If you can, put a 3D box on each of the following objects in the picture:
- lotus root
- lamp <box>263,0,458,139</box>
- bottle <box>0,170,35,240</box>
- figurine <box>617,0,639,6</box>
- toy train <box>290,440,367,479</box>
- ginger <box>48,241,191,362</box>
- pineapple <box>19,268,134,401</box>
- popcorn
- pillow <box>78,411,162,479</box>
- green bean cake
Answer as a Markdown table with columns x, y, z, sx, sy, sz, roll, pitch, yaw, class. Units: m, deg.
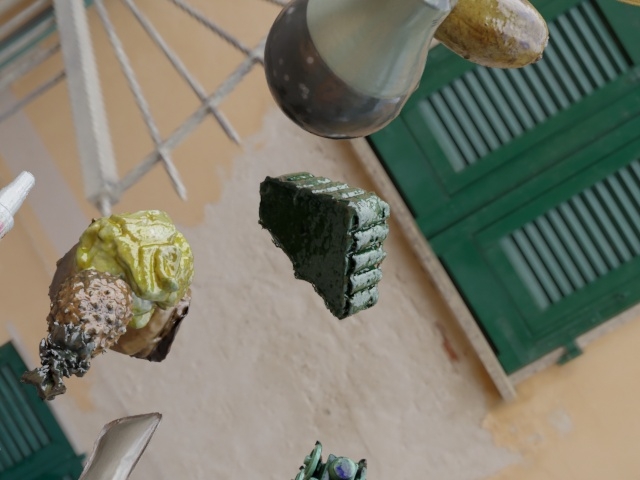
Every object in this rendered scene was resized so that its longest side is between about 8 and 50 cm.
| x | y | z | sx | sy | sz | roll | pitch | yaw | class |
| --- | --- | --- | --- | --- | --- | --- | --- | --- | --- |
| 0.185 | -0.299 | 1.339 | 0.258 | 0.110 | 0.097 | 27 | 40 | -13 | lotus root |
| 0.071 | -0.240 | 1.148 | 0.182 | 0.314 | 0.182 | 32 | 38 | -29 | lamp |
| -0.465 | -0.018 | 1.431 | 0.060 | 0.060 | 0.217 | 53 | 47 | -27 | bottle |
| 0.254 | -0.354 | 0.999 | 0.344 | 0.187 | 0.215 | 22 | -28 | 11 | figurine |
| -0.002 | 0.281 | 1.099 | 0.070 | 0.172 | 0.099 | 23 | 59 | -1 | toy train |
| -0.369 | 0.093 | 1.858 | 0.223 | 0.200 | 0.269 | 26 | -11 | -21 | ginger |
| -0.307 | 0.123 | 1.298 | 0.108 | 0.108 | 0.197 | 54 | 31 | -24 | pineapple |
| -0.294 | 0.045 | 1.630 | 0.185 | 0.187 | 0.167 | 66 | 10 | -63 | popcorn |
| -0.328 | 0.357 | 1.582 | 0.038 | 0.131 | 0.232 | 56 | 38 | -29 | pillow |
| 0.000 | 0.000 | 1.603 | 0.107 | 0.208 | 0.193 | -23 | 125 | -48 | green bean cake |
